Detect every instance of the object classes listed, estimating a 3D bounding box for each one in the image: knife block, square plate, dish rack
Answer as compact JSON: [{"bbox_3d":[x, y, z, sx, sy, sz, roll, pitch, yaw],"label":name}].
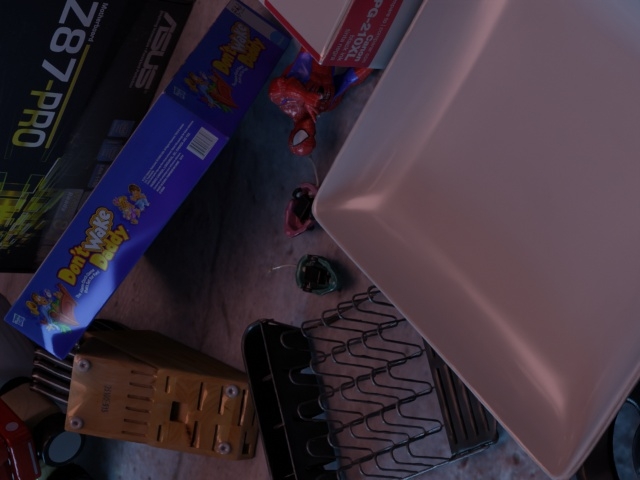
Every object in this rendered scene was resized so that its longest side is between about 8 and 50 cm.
[{"bbox_3d":[-0.196,0.152,1.763,0.275,0.242,0.088,9,100,1],"label":"knife block"},{"bbox_3d":[0.173,-0.051,1.224,0.347,0.049,0.344,48,123,32],"label":"square plate"},{"bbox_3d":[0.049,0.140,1.495,0.271,0.074,0.208,-29,69,42],"label":"dish rack"}]

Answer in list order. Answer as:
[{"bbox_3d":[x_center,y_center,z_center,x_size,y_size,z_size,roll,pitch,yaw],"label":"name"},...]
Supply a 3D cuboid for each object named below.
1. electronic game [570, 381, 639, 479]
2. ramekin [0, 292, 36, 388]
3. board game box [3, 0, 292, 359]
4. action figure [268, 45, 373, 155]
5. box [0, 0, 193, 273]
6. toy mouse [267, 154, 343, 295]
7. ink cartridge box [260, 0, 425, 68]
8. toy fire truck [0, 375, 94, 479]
[{"bbox_3d":[0.293,0.172,1.254,0.229,0.048,0.229,6,99,41],"label":"electronic game"},{"bbox_3d":[-0.457,0.196,1.894,0.135,0.277,0.277,45,120,29],"label":"ramekin"},{"bbox_3d":[-0.179,-0.064,1.636,0.078,0.233,0.347,36,123,-7],"label":"board game box"},{"bbox_3d":[0.020,-0.213,1.518,0.139,0.091,0.280,27,108,57],"label":"action figure"},{"bbox_3d":[-0.358,-0.144,1.757,0.097,0.318,0.395,47,120,36],"label":"box"},{"bbox_3d":[0.000,0.000,1.581,0.143,0.031,0.161,-40,61,38],"label":"toy mouse"},{"bbox_3d":[0.062,-0.232,1.375,0.172,0.237,0.100,50,126,35],"label":"ink cartridge box"},{"bbox_3d":[-0.404,0.294,1.813,0.158,0.246,0.217,35,142,41],"label":"toy fire truck"}]
